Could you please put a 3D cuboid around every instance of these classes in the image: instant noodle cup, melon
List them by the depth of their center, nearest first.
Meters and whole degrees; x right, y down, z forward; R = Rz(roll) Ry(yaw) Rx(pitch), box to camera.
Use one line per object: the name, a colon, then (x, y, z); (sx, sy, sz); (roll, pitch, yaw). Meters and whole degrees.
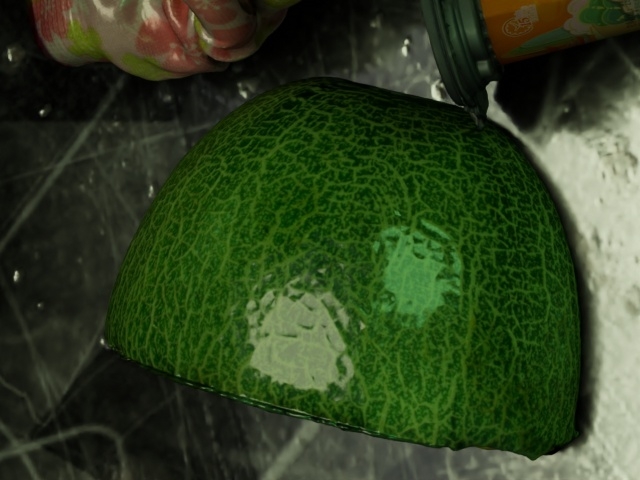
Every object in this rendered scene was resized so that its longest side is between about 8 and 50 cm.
instant noodle cup: (0.111, -0.158, 0.855); (0.125, 0.208, 0.178); (-9, 50, 11)
melon: (0.000, 0.000, 0.919); (0.265, 0.129, 0.169); (14, 91, 28)

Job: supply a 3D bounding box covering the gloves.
gloves: (-0.049, -0.167, 0.954); (0.241, 0.126, 0.145); (-11, 59, 29)
